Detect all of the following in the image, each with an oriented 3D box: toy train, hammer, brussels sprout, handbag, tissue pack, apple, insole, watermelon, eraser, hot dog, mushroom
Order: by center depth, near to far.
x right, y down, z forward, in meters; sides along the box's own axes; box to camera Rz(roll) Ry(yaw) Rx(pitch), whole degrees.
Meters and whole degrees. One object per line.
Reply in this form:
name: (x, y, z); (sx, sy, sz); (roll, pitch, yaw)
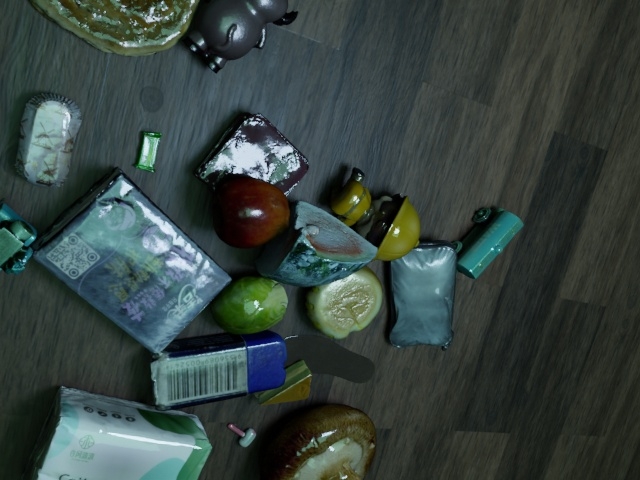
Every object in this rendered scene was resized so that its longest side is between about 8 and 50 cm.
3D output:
toy train: (-0.654, 0.025, 1.122); (0.203, 0.163, 0.112); (-42, 119, -7)
hot dog: (-0.553, -0.202, 1.166); (0.108, 0.059, 0.191); (12, 100, -29)
apple: (-0.148, -0.062, 1.265); (0.158, 0.147, 0.156); (-4, 87, -24)
tissue pack: (-0.407, 0.053, 1.273); (0.259, 0.122, 0.361); (-45, 119, -5)
tissue pack: (-0.467, 0.514, 1.328); (0.357, 0.194, 0.266); (21, 96, -27)
handbag: (-0.159, -0.165, 1.347); (0.203, 0.074, 0.216); (39, 88, -28)
watermelon: (0.000, 0.000, 1.352); (0.290, 0.320, 0.213); (-3, 76, -13)
brussels sprout: (-0.171, 0.155, 1.389); (0.181, 0.144, 0.161); (-29, 130, -13)
eraser: (-0.253, 0.311, 1.423); (0.332, 0.101, 0.155); (-5, 105, -24)
hammer: (-0.214, 0.514, 1.537); (0.083, 0.031, 0.052); (42, 82, -22)
mushroom: (-0.006, 0.604, 1.567); (0.345, 0.239, 0.345); (4, 82, -32)
insole: (0.023, 0.332, 1.606); (0.328, 0.007, 0.111); (23, 95, -28)
handbag: (0.284, 0.162, 1.614); (0.192, 0.075, 0.332); (-3, 107, -2)
toy train: (0.462, 0.010, 1.633); (0.248, 0.159, 0.101); (-47, 112, -5)

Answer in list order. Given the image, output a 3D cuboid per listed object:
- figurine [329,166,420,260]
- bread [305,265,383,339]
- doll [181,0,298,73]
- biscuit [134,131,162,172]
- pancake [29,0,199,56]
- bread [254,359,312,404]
figurine: (0.140, -0.052, 1.463); (0.257, 0.167, 0.192); (29, 102, -27)
bread: (0.058, 0.150, 1.515); (0.213, 0.105, 0.213); (-6, 106, -19)
doll: (-0.169, -0.480, 1.228); (0.257, 0.117, 0.182); (-50, 128, -2)
biscuit: (-0.379, -0.197, 1.269); (0.046, 0.016, 0.089); (10, 100, -28)
pancake: (-0.405, -0.543, 1.134); (0.356, 0.065, 0.356); (-6, 107, -19)
bread: (-0.102, 0.374, 1.518); (0.139, 0.074, 0.084); (-2, 115, -22)
